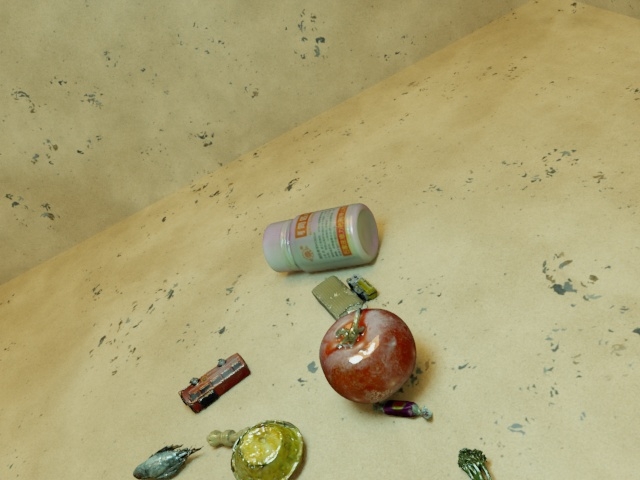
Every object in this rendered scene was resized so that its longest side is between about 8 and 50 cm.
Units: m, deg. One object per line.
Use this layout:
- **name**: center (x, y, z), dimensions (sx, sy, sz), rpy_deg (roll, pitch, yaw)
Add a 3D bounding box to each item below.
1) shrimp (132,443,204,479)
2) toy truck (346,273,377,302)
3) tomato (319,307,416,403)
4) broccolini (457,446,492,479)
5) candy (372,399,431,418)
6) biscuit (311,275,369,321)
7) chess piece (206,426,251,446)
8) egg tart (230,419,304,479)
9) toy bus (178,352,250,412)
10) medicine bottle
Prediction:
- **shrimp**: center (-0.448, 0.657, 1.826), dimensions (0.233, 0.079, 0.090), rpy_deg (-23, 68, 6)
- **toy truck**: center (0.139, 0.159, 2.074), dimensions (0.063, 0.052, 0.123), rpy_deg (-31, 33, -10)
- **tomato**: center (0.137, 0.318, 1.686), dimensions (0.270, 0.227, 0.270), rpy_deg (-30, 26, 17)
- **broccolini**: center (0.382, 0.546, 1.357), dimensions (0.216, 0.058, 0.067), rpy_deg (46, 119, 50)
- **candy**: center (0.211, 0.444, 1.625), dimensions (0.175, 0.043, 0.045), rpy_deg (-5, 30, 34)
- **biscuit**: center (0.062, 0.201, 2.067), dimensions (0.108, 0.061, 0.239), rpy_deg (-35, 33, -9)
- **chess piece**: center (-0.263, 0.577, 1.806), dimensions (0.172, 0.060, 0.060), rpy_deg (-12, 36, 29)
- **egg tart**: center (-0.147, 0.566, 1.661), dimensions (0.213, 0.090, 0.212), rpy_deg (-10, 41, 9)
- **toy bus**: center (-0.344, 0.464, 2.014), dimensions (0.235, 0.073, 0.096), rpy_deg (-36, 39, -12)
- **medicine bottle**: center (0.000, 0.000, 2.251), dimensions (0.388, 0.219, 0.219), rpy_deg (-10, 37, 29)
